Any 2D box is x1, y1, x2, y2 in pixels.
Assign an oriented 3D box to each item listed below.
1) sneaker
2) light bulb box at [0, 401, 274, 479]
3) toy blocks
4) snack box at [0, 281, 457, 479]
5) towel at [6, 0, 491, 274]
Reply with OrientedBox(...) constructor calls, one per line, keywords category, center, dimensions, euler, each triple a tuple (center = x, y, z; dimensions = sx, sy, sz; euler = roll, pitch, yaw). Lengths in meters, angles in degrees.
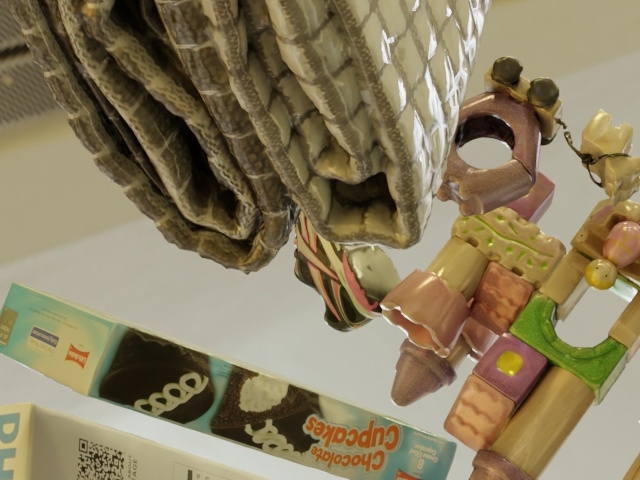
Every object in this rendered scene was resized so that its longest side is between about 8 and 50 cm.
OrientedBox(category="sneaker", center=(0.000, 0.000, 1.310), dimensions=(0.072, 0.178, 0.077), euler=(4, -34, -42))
OrientedBox(category="light bulb box", center=(-0.224, 0.355, 1.310), dimensions=(0.361, 0.225, 0.358), euler=(30, -124, -51))
OrientedBox(category="toy blocks", center=(0.166, 0.094, 1.115), dimensions=(0.260, 0.288, 0.309), euler=(-50, -21, -15))
OrientedBox(category="snack box", center=(-0.073, 0.119, 1.169), dimensions=(0.322, 0.187, 0.060), euler=(23, -96, -33))
OrientedBox(category="towel", center=(-0.033, -0.166, 0.494), dimensions=(0.284, 0.121, 0.235), euler=(63, -146, -36))
